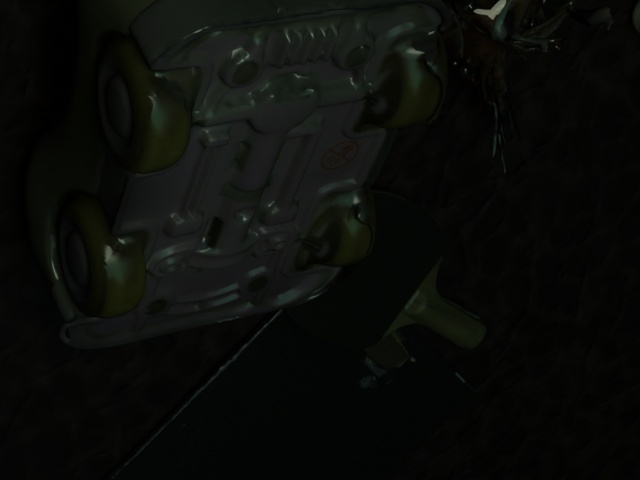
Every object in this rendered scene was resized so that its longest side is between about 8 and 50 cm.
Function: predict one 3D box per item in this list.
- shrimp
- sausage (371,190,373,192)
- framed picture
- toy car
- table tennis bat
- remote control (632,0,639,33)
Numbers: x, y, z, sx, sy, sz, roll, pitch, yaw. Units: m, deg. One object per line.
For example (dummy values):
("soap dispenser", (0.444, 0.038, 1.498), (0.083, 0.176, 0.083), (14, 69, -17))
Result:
("shrimp", (0.140, -0.196, 1.275), (0.145, 0.116, 0.343), (-11, 128, 2))
("sausage", (0.000, 0.000, 1.361), (0.116, 0.026, 0.026), (-46, 131, 0))
("framed picture", (-0.036, 0.187, 1.459), (0.324, 0.013, 0.244), (-45, 131, -1))
("toy car", (-0.079, -0.103, 1.156), (0.242, 0.226, 0.336), (-12, 149, -26))
("table tennis bat", (0.063, 0.040, 1.404), (0.246, 0.022, 0.138), (29, 101, -44))
("remote control", (0.322, -0.193, 1.441), (0.122, 0.032, 0.074), (23, 103, -38))
